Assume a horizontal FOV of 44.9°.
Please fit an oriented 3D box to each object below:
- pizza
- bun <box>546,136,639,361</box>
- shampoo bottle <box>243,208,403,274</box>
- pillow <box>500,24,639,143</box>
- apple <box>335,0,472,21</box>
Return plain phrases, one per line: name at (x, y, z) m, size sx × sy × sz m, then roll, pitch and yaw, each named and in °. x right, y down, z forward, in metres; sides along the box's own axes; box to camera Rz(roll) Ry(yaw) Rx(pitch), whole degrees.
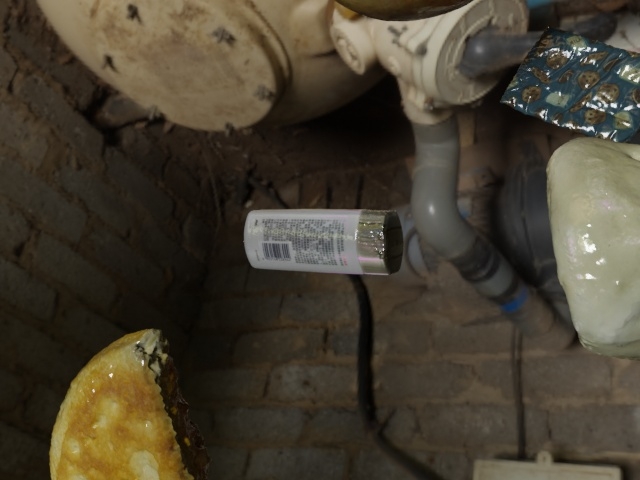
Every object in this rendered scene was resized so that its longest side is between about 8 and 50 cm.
pizza at (-0.250, 0.238, 0.942) m, size 0.258 × 0.087 × 0.268 m, roll -9°, pitch 105°, yaw 28°
bun at (0.302, 0.005, 0.747) m, size 0.133 × 0.231 × 0.231 m, roll -16°, pitch 142°, yaw 25°
shampoo bottle at (0.000, 0.000, 1.044) m, size 0.228 × 0.086 × 0.056 m, roll 1°, pitch -171°, yaw 34°
pillow at (0.487, -0.287, 1.436) m, size 0.256 × 0.189 × 0.034 m, roll 29°, pitch 173°, yaw 27°
apple at (0.123, -0.535, 1.204) m, size 0.392 × 0.391 × 0.346 m, roll 0°, pitch 168°, yaw 19°
